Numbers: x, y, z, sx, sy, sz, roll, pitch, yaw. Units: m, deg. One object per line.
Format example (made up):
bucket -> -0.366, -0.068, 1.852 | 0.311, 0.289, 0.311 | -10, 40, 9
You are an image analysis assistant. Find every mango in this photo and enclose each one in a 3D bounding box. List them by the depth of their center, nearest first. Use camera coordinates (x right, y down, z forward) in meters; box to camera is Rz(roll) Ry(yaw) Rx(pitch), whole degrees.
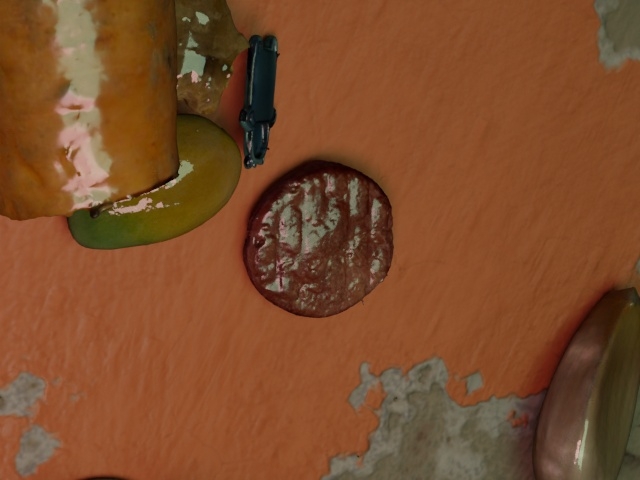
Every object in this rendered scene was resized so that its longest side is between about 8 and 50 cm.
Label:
mango -> -0.175, -0.057, 1.844 | 0.194, 0.092, 0.130 | -34, 120, -5

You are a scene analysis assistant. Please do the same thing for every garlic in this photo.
garlic -> 0.326, 0.206, 2.164 | 0.143, 0.112, 0.318 | 25, 86, -53

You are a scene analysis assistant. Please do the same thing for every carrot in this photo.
carrot -> -0.239, -0.205, 1.675 | 0.224, 0.224, 0.341 | -14, 103, -23

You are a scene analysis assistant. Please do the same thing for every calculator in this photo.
calculator -> -0.065, -0.146, 1.882 | 0.094, 0.019, 0.141 | -14, 109, -72

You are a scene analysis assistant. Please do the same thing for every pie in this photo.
pie -> 0.000, 0.000, 1.970 | 0.182, 0.049, 0.182 | -7, 108, -23

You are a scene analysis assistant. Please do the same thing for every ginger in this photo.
ginger -> -0.155, -0.270, 1.797 | 0.131, 0.086, 0.295 | -17, 104, -12

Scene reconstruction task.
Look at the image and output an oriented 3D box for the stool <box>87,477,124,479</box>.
stool -> -0.210, 0.377, 1.887 | 0.195, 0.198, 0.195 | 1, 106, -29
